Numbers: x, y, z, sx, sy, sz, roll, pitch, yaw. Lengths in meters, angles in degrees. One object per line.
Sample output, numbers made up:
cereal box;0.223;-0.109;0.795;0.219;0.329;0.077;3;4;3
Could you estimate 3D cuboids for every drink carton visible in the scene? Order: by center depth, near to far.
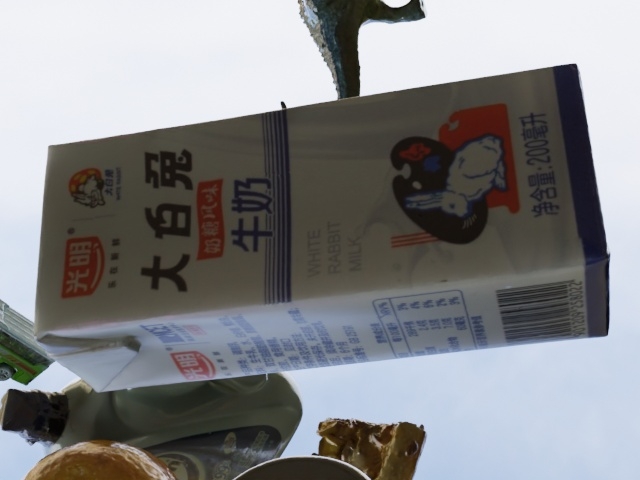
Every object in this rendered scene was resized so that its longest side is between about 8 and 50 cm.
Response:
drink carton;0.000;0.000;0.695;0.315;0.106;0.130;-8;-120;10

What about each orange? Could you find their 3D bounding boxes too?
orange;-0.188;0.258;1.032;0.155;0.177;0.177;14;-141;42

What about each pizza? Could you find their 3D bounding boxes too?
pizza;0.041;0.262;1.416;0.182;0.062;0.161;-48;-135;11

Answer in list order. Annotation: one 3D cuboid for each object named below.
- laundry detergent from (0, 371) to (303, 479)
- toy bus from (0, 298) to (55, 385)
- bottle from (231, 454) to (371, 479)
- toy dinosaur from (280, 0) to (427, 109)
laundry detergent;-0.177;0.180;1.209;0.280;0.215;0.105;21;-151;-34
toy bus;-0.204;0.056;0.749;0.037;0.083;0.031;-36;-142;18
bottle;-0.008;0.228;0.675;0.110;0.209;0.097;5;-148;20
toy dinosaur;0.024;-0.244;1.123;0.147;0.076;0.363;-19;-121;15
